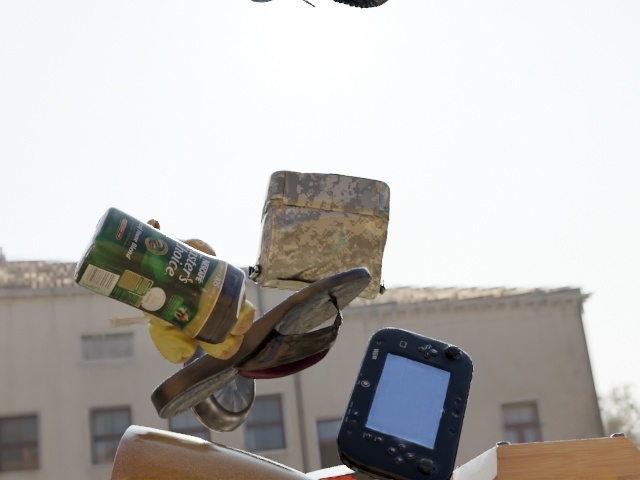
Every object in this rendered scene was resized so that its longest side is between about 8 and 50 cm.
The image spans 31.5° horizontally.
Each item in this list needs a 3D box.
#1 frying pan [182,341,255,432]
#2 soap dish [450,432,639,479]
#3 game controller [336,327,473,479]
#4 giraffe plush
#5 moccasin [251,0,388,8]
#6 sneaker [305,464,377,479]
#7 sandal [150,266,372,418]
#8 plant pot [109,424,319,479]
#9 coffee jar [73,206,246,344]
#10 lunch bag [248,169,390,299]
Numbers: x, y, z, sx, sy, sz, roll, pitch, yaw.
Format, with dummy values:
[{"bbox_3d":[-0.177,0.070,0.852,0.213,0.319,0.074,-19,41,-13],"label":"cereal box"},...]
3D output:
[{"bbox_3d":[-0.151,0.294,2.258,0.053,0.197,0.326,-19,-28,35],"label":"frying pan"},{"bbox_3d":[0.370,0.404,1.872,0.291,0.118,0.229,0,-25,-18],"label":"soap dish"},{"bbox_3d":[0.126,0.239,1.649,0.167,0.319,0.067,24,-56,0],"label":"game controller"},{"bbox_3d":[-0.209,0.065,1.690,0.210,0.170,0.181,10,-49,-20],"label":"giraffe plush"},{"bbox_3d":[-0.068,-0.328,1.228,0.117,0.342,0.137,-38,-34,-37],"label":"moccasin"},{"bbox_3d":[-0.021,0.471,1.899,0.270,0.144,0.090,-12,-1,-12],"label":"sneaker"},{"bbox_3d":[-0.085,0.202,2.002,0.446,0.107,0.167,-34,-18,-2],"label":"sandal"},{"bbox_3d":[-0.130,0.364,1.480,0.255,0.237,0.237,1,-17,5],"label":"plant pot"},{"bbox_3d":[-0.173,0.041,1.263,0.184,0.096,0.079,27,-57,-13],"label":"coffee jar"},{"bbox_3d":[0.000,0.000,2.564,0.305,0.256,0.212,8,-30,-9],"label":"lunch bag"}]
